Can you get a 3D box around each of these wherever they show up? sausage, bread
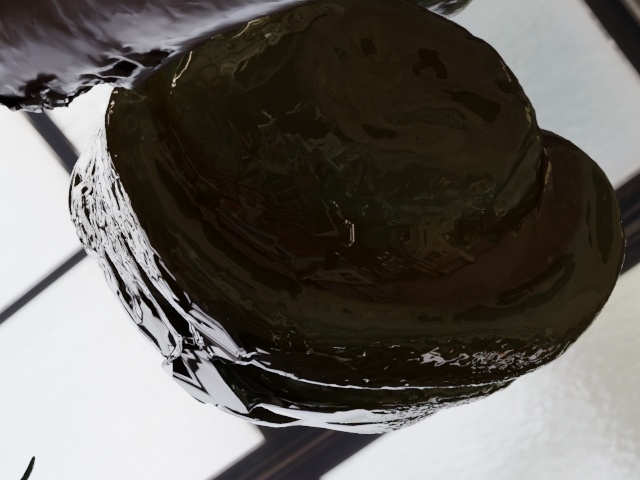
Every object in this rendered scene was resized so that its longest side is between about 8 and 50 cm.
[{"bbox_3d":[-0.047,-0.086,0.393,0.078,0.304,0.078,4,-97,-38],"label":"sausage"},{"bbox_3d":[0.000,0.000,0.787,0.300,0.210,0.341,31,161,-12],"label":"bread"}]

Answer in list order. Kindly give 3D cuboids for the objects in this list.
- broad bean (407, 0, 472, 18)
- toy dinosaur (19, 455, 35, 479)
[{"bbox_3d":[0.132,-0.360,1.485,0.121,0.263,0.189,-4,-145,-31],"label":"broad bean"},{"bbox_3d":[-0.515,0.428,1.796,0.092,0.393,0.205,60,-168,23],"label":"toy dinosaur"}]
